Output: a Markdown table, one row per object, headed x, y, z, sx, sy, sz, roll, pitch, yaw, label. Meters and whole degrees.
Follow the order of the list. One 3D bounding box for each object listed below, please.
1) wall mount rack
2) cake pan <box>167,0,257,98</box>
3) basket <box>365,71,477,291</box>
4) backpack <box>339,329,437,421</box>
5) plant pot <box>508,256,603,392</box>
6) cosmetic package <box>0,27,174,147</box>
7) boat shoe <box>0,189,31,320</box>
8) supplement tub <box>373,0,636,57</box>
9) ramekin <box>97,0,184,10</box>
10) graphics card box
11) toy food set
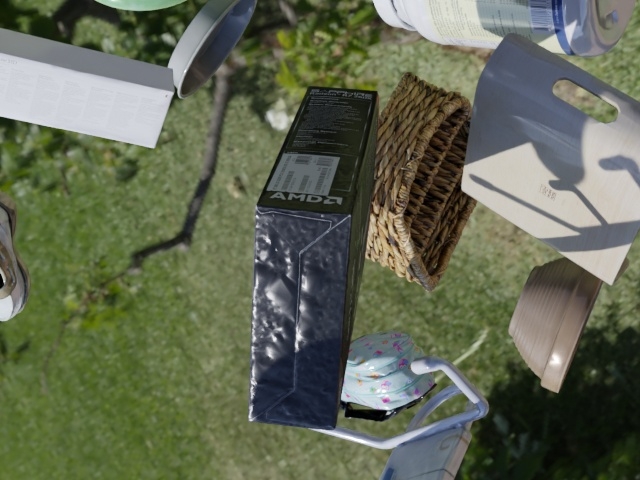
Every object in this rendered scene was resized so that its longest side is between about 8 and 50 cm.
| x | y | z | sx | sy | sz | roll | pitch | yaw | label |
| --- | --- | --- | --- | --- | --- | --- | --- | --- | --- |
| 0.021 | 0.260 | 1.120 | 0.130 | 0.350 | 0.304 | 46 | 137 | -14 | wall mount rack |
| -0.249 | -0.453 | 2.349 | 0.054 | 0.293 | 0.293 | 36 | 142 | 2 | cake pan |
| 0.172 | -0.109 | 1.750 | 0.223 | 0.299 | 0.213 | 28 | 152 | 5 | basket |
| 0.095 | 0.206 | 1.629 | 0.115 | 0.152 | 0.182 | 59 | 160 | -14 | backpack |
| 0.371 | 0.112 | 1.652 | 0.110 | 0.237 | 0.237 | 22 | 133 | 15 | plant pot |
| -0.316 | -0.196 | 1.334 | 0.060 | 0.239 | 0.099 | -100 | 29 | -43 | cosmetic package |
| -0.560 | 0.046 | 1.741 | 0.113 | 0.103 | 0.302 | 14 | 138 | 6 | boat shoe |
| 0.254 | -0.382 | 1.436 | 0.325 | 0.235 | 0.235 | 13 | 124 | 31 | supplement tub |
| -0.333 | -0.588 | 1.931 | 0.303 | 0.303 | 0.148 | 45 | 156 | 22 | ramekin |
| 0.000 | 0.000 | 1.095 | 0.094 | 0.371 | 0.233 | 6 | 116 | 3 | graphics card box |
| 0.282 | -0.087 | 1.181 | 0.220 | 0.092 | 0.306 | 35 | 160 | 19 | toy food set |
